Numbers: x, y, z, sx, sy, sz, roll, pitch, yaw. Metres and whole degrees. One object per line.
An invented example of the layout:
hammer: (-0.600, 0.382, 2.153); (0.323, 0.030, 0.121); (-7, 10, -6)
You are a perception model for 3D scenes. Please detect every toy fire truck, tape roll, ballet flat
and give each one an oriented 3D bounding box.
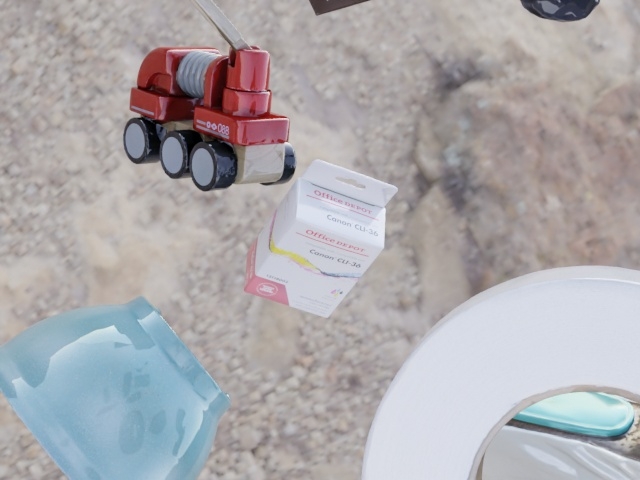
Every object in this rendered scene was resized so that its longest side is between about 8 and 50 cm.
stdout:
toy fire truck: (-0.139, -0.195, 1.675); (0.159, 0.217, 0.246); (-7, 109, -39)
tape roll: (0.227, 0.215, 1.223); (0.392, 0.392, 0.072); (59, 16, -1)
ballet flat: (0.319, 0.221, 1.409); (0.139, 0.400, 0.139); (-28, 122, -56)

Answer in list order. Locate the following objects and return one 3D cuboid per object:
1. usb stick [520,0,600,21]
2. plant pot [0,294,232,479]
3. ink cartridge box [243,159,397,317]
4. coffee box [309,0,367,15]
usb stick: (0.147, -0.276, 1.212); (0.077, 0.045, 0.278); (7, 39, -32)
plant pot: (-0.232, 0.189, 1.722); (0.196, 0.293, 0.293); (-39, 98, -9)
ink cartridge box: (0.000, 0.000, 1.700); (0.115, 0.198, 0.067); (18, 48, -17)
coffee box: (0.017, -0.523, 2.280); (0.119, 0.168, 0.297); (-41, 112, -38)
